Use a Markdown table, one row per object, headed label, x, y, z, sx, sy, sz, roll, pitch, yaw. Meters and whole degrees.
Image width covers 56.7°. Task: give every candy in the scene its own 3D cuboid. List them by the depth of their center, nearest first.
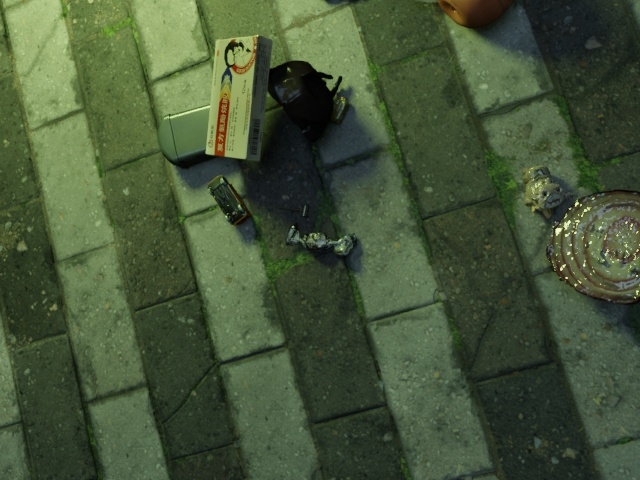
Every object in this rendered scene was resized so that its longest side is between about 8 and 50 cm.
| label | x | y | z | sx | sy | sz | roll | pitch | yaw |
| --- | --- | --- | --- | --- | --- | --- | --- | --- | --- |
| candy | 0.000 | 0.000 | 1.847 | 0.226 | 0.051 | 0.094 | 7 | 76 | 12 |

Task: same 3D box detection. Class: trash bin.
| label | x | y | z | sx | sy | sz | roll | pitch | yaw |
| --- | --- | --- | --- | --- | --- | --- | --- | --- | --- |
| trash bin | -0.416 | -0.343 | 1.956 | 0.236 | 0.101 | 0.177 | -14 | 80 | 9 |

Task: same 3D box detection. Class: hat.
| label | x | y | z | sx | sy | sz | roll | pitch | yaw |
| --- | --- | --- | --- | --- | --- | --- | --- | --- | --- |
| hat | -0.059 | -0.489 | 1.820 | 0.209 | 0.238 | 0.336 | -43 | 67 | 8 |

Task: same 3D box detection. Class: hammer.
| label | x | y | z | sx | sy | sz | roll | pitch | yaw |
| --- | --- | --- | --- | --- | --- | --- | --- | --- | --- |
| hammer | -0.093 | -0.100 | 1.893 | 0.110 | 0.019 | 0.036 | 9 | 86 | 16 |

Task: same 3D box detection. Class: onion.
| label | x | y | z | sx | sy | sz | roll | pitch | yaw |
| --- | --- | --- | --- | --- | --- | --- | --- | --- | --- |
| onion | 0.784 | 0.011 | 1.620 | 0.280 | 0.146 | 0.314 | 17 | 88 | 39 |

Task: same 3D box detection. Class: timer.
| label | x | y | z | sx | sy | sz | roll | pitch | yaw |
| --- | --- | --- | --- | --- | --- | --- | --- | --- | --- |
| timer | 0.456 | -0.744 | 1.718 | 0.215 | 0.229 | 0.229 | -46 | 76 | 6 |

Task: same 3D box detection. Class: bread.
| label | x | y | z | sx | sy | sz | roll | pitch | yaw |
| --- | --- | --- | --- | --- | --- | --- | --- | --- | --- |
| bread | 0.058 | -0.414 | 1.879 | 0.049 | 0.033 | 0.088 | 23 | 88 | 16 |

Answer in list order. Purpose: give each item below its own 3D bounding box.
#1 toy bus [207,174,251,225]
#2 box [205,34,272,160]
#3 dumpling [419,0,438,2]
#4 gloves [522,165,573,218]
| label | x | y | z | sx | sy | sz | roll | pitch | yaw |
| --- | --- | --- | --- | --- | --- | --- | --- | --- | --- |
| toy bus | -0.294 | -0.130 | 1.915 | 0.069 | 0.074 | 0.162 | -36 | 80 | 15 |
| box | -0.248 | -0.423 | 1.778 | 0.214 | 0.069 | 0.353 | 14 | 99 | 45 |
| dumpling | 0.350 | -0.812 | 1.821 | 0.181 | 0.111 | 0.155 | -26 | 110 | 16 |
| gloves | 0.634 | -0.143 | 1.688 | 0.110 | 0.094 | 0.144 | -33 | 70 | -3 |
